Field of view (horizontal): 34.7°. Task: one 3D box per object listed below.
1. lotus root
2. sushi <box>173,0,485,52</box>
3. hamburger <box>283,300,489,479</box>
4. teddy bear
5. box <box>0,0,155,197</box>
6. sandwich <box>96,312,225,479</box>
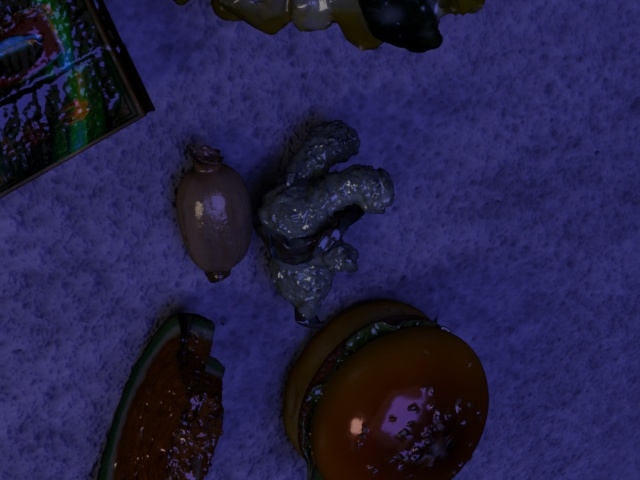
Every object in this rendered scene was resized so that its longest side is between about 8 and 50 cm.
[{"bbox_3d":[-0.102,-0.026,0.987,0.073,0.062,0.150,-17,123,-21],"label":"lotus root"},{"bbox_3d":[0.020,-0.286,0.779,0.328,0.329,0.285,19,96,-43],"label":"sushi"},{"bbox_3d":[0.085,0.197,1.153,0.246,0.170,0.246,-13,116,-27],"label":"hamburger"},{"bbox_3d":[-0.015,-0.005,1.016,0.111,0.133,0.213,0,125,-31],"label":"teddy bear"},{"bbox_3d":[-0.255,-0.170,0.812,0.159,0.071,0.240,-35,127,-17],"label":"box"},{"bbox_3d":[-0.143,0.189,1.018,0.079,0.159,0.235,16,83,-32],"label":"sandwich"}]
